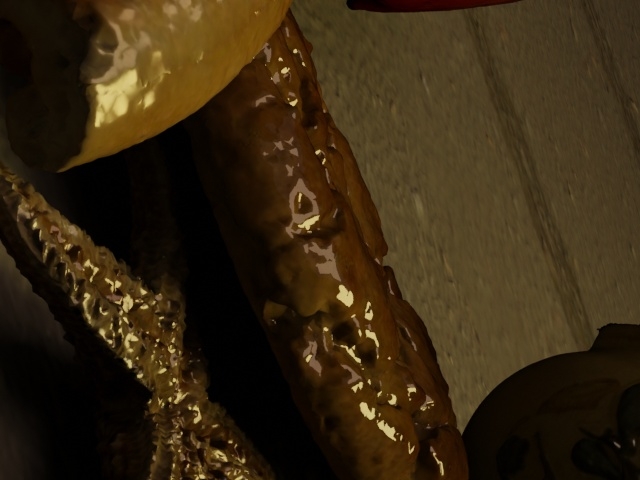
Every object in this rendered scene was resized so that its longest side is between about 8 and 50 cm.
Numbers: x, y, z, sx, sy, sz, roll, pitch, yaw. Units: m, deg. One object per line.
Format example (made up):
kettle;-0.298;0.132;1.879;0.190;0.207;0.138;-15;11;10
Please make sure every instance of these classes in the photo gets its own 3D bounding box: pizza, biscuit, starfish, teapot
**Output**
pizza;-0.064;-0.114;0.583;0.134;0.056;0.271;8;42;-18
biscuit;0.000;0.000;0.668;0.226;0.042;0.226;-22;90;-86
starfish;-0.039;0.049;0.564;0.213;0.057;0.238;51;13;-49
teapot;0.117;0.134;0.707;0.173;0.183;0.269;30;-12;-3

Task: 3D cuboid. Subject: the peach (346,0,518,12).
peach;0.083;-0.309;0.893;0.335;0.310;0.406;39;35;-50
